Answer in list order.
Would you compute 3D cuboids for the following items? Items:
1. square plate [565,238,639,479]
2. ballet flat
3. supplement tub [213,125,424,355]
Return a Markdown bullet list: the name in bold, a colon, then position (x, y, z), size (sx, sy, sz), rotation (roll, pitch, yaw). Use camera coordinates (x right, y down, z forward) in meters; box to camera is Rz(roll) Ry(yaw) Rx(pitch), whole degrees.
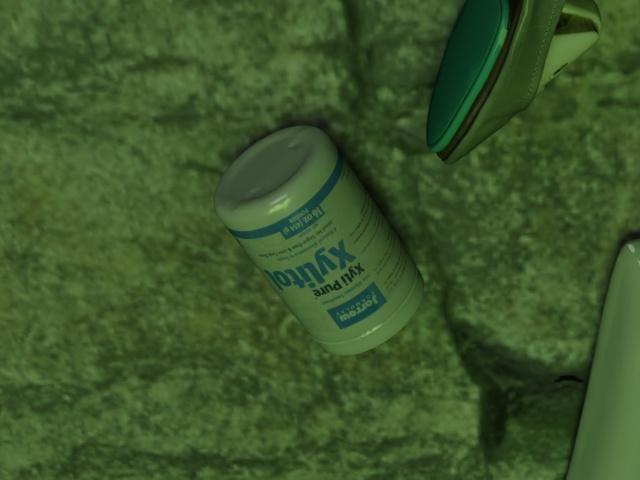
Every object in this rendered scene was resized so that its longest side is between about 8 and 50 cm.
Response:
- **square plate**: position (0.323, 0.155, 0.835), size (0.347, 0.049, 0.344), rotation (4, 127, 0)
- **ballet flat**: position (0.105, -0.119, 0.625), size (0.068, 0.072, 0.213), rotation (8, 127, -9)
- **supplement tub**: position (0.000, 0.000, 0.718), size (0.071, 0.071, 0.107), rotation (-25, 121, 20)
